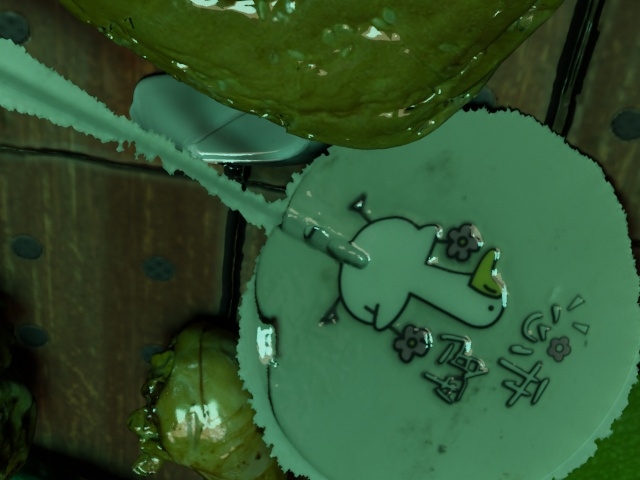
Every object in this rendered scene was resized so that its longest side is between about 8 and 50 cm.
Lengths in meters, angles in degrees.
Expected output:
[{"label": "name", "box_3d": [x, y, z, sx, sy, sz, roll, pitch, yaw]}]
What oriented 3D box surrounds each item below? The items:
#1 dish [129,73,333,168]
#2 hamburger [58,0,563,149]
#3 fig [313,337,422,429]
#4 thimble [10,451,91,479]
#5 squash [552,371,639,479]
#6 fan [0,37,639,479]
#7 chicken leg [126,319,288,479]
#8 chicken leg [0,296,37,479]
[{"label": "dish", "box_3d": [-0.040, -0.064, 0.699, 0.137, 0.039, 0.091, -10, 132, 16]}, {"label": "hamburger", "box_3d": [-0.010, -0.166, 0.531, 0.265, 0.134, 0.285, 23, 131, -15]}, {"label": "fig", "box_3d": [0.004, 0.084, 0.794, 0.117, 0.117, 0.177, 21, 148, -11]}, {"label": "thimble", "box_3d": [-0.230, 0.295, 0.985, 0.254, 0.167, 0.288, 15, 136, -4]}, {"label": "squash", "box_3d": [0.282, 0.170, 0.827, 0.288, 0.111, 0.203, -10, 133, 16]}, {"label": "fan", "box_3d": [0.000, 0.000, 0.684, 0.414, 0.012, 0.233, 31, 90, -18]}, {"label": "chicken leg", "box_3d": [-0.064, 0.144, 0.871, 0.101, 0.085, 0.208, -10, 129, 14]}, {"label": "chicken leg", "box_3d": [-0.322, 0.055, 0.790, 0.211, 0.140, 0.361, -23, 130, 38]}]
